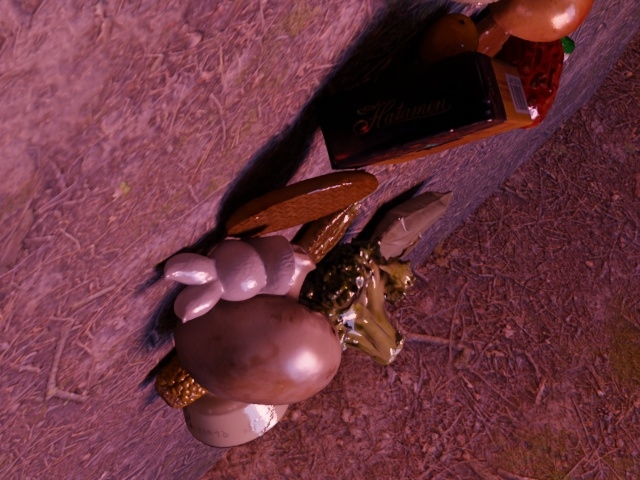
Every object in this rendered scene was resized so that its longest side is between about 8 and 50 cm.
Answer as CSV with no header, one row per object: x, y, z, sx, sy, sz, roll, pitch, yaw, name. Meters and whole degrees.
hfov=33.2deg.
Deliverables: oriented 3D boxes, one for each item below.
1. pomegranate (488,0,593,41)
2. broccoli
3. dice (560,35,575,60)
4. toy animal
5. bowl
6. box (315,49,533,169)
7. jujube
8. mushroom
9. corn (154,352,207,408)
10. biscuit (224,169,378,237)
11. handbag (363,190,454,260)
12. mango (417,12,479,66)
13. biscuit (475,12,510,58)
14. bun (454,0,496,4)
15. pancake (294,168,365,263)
0.376,-0.434,1.829,0.191,0.191,0.191,-45,169,-11,pomegranate
0.065,0.178,2.497,0.293,0.281,0.347,-42,162,-30,broccoli
0.478,-0.422,2.374,0.131,0.120,0.128,-49,170,16,dice
-0.161,0.055,1.695,0.221,0.131,0.103,-10,106,-30,toy animal
-0.185,0.287,2.180,0.238,0.238,0.126,-42,137,-23,bowl
0.180,-0.207,1.750,0.265,0.115,0.415,-15,-179,19,box
0.420,-0.342,2.226,0.155,0.155,0.230,102,4,-69,jujube
-0.102,0.141,1.889,0.297,0.298,0.289,78,22,-76,mushroom
-0.184,0.201,2.090,0.322,0.119,0.119,-44,169,-14,corn
-0.032,-0.060,1.707,0.262,0.037,0.262,-19,173,-2,biscuit
0.197,-0.020,2.772,0.253,0.109,0.316,-48,170,32,handbag
0.218,-0.327,1.820,0.115,0.089,0.165,-45,171,10,mango
0.291,-0.365,2.069,0.278,0.043,0.301,-49,170,19,biscuit
0.256,-0.411,1.490,0.239,0.141,0.239,-34,175,-3,bun
-0.004,-0.004,2.230,0.376,0.054,0.197,-50,167,26,pancake
